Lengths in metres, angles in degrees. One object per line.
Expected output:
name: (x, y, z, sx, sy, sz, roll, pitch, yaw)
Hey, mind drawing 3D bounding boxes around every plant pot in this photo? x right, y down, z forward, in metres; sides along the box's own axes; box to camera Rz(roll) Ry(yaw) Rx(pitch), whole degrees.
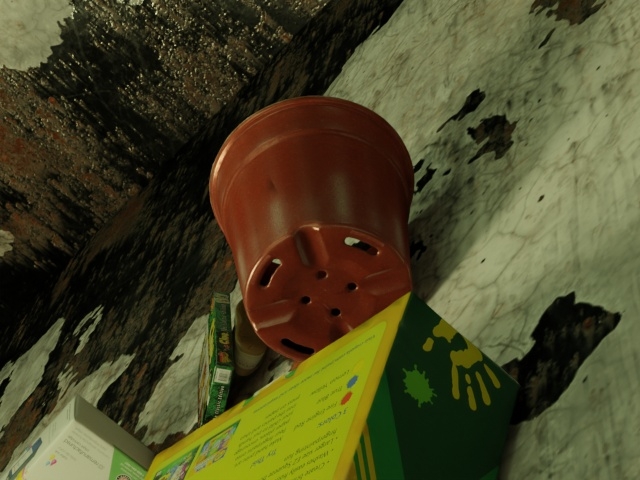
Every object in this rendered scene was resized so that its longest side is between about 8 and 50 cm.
plant pot: (0.000, 0.000, 1.823, 0.272, 0.272, 0.265, -44, 26, 20)

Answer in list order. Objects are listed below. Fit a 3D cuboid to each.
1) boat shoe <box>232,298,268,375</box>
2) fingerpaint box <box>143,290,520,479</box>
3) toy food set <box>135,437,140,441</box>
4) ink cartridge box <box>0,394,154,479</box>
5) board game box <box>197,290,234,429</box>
boat shoe: (-0.103, 0.137, 2.092, 0.170, 0.063, 0.059, -76, 6, -67)
fingerpaint box: (-0.044, 0.309, 1.390, 0.445, 0.163, 0.371, -36, 20, 39)
toy food set: (-0.368, 0.356, 2.280, 0.218, 0.071, 0.128, -32, 24, 46)
ink cartridge box: (-0.365, 0.358, 2.123, 0.212, 0.154, 0.093, -46, 18, 9)
board game box: (-0.150, 0.182, 2.067, 0.259, 0.030, 0.136, -103, 27, -70)
